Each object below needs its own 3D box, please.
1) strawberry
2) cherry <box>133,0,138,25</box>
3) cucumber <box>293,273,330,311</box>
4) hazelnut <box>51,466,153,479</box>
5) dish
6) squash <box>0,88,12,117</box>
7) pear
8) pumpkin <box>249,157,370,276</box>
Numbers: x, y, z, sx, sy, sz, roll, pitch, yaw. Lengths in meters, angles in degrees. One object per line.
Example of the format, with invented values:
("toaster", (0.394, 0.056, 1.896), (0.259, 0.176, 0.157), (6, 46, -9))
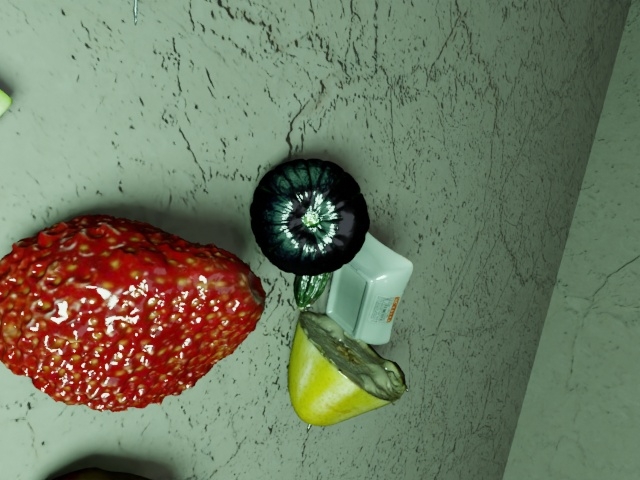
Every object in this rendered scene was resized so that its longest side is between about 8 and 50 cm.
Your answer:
("strawberry", (-0.229, 0.091, 0.640), (0.261, 0.257, 0.261), (-29, 127, -46))
("cherry", (-0.262, -0.358, 0.521), (0.266, 0.183, 0.214), (20, 77, -51))
("cucumber", (0.001, 0.000, 0.992), (0.077, 0.077, 0.266), (7, 97, -48))
("hazelnut", (-0.302, 0.411, 0.689), (0.229, 0.229, 0.230), (-15, 111, -44))
("dish", (0.073, 0.096, 0.995), (0.077, 0.151, 0.213), (-22, 137, -37))
("squash", (-0.405, -0.158, 0.501), (0.090, 0.075, 0.200), (-47, 135, 7))
("pear", (0.013, 0.262, 1.002), (0.178, 0.267, 0.266), (-50, 139, 11))
("pumpkin", (-0.018, -0.037, 0.885), (0.201, 0.140, 0.202), (0, 95, -5))
